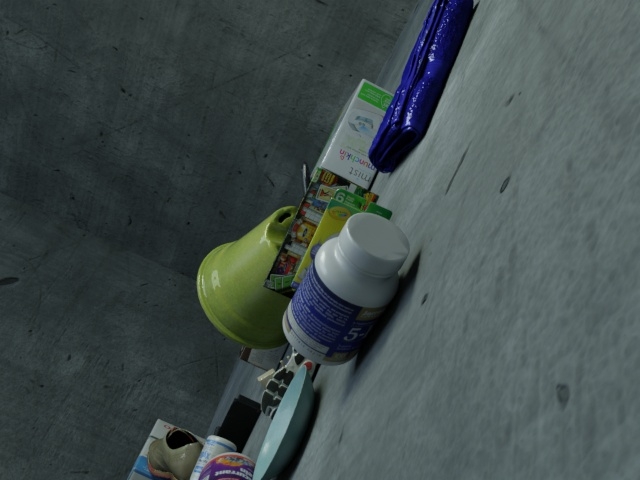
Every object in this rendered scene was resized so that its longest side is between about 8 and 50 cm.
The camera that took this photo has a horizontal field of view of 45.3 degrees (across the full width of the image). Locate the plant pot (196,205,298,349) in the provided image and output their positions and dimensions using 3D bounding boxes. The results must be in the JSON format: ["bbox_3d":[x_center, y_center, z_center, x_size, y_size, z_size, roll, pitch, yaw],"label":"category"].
[{"bbox_3d":[-0.094,0.062,1.682,0.254,0.276,0.276,-45,18,45],"label":"plant pot"}]

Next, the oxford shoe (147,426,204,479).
[{"bbox_3d":[-0.341,0.510,1.867,0.348,0.123,0.130,-4,93,59],"label":"oxford shoe"}]

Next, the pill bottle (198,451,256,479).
[{"bbox_3d":[-0.143,0.407,1.163,0.193,0.108,0.108,-106,41,-82],"label":"pill bottle"}]

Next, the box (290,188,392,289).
[{"bbox_3d":[0.036,0.014,1.214,0.043,0.105,0.179,100,-166,-83],"label":"box"}]

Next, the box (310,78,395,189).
[{"bbox_3d":[0.083,-0.220,1.820,0.231,0.127,0.262,-64,5,-8],"label":"box"}]

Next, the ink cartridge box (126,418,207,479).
[{"bbox_3d":[-0.396,0.639,2.084,0.307,0.223,0.129,-91,27,-79],"label":"ink cartridge box"}]

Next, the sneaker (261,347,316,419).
[{"bbox_3d":[-0.037,0.230,1.301,0.170,0.068,0.071,-57,-12,-9],"label":"sneaker"}]

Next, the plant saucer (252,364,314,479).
[{"bbox_3d":[-0.048,0.286,1.167,0.195,0.037,0.195,-64,5,10],"label":"plant saucer"}]

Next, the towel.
[{"bbox_3d":[0.177,-0.295,1.434,0.227,0.076,0.308,132,163,-72],"label":"towel"}]

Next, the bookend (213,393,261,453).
[{"bbox_3d":[-0.205,0.443,1.892,0.156,0.072,0.157,-91,26,-80],"label":"bookend"}]

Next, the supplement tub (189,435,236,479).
[{"bbox_3d":[-0.230,0.481,1.650,0.071,0.071,0.107,123,171,-60],"label":"supplement tub"}]

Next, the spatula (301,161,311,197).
[{"bbox_3d":[-0.013,-0.045,1.789,0.084,0.030,0.296,131,128,-71],"label":"spatula"}]

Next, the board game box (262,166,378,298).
[{"bbox_3d":[0.000,0.000,1.518,0.030,0.136,0.259,-131,65,-81],"label":"board game box"}]

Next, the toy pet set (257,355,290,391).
[{"bbox_3d":[-0.053,0.255,1.397,0.114,0.065,0.122,-31,3,-9],"label":"toy pet set"}]

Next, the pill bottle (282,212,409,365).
[{"bbox_3d":[0.034,0.060,0.966,0.112,0.112,0.186,-71,7,-52],"label":"pill bottle"}]

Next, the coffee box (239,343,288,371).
[{"bbox_3d":[-0.111,0.199,1.942,0.141,0.098,0.246,160,134,-84],"label":"coffee box"}]
